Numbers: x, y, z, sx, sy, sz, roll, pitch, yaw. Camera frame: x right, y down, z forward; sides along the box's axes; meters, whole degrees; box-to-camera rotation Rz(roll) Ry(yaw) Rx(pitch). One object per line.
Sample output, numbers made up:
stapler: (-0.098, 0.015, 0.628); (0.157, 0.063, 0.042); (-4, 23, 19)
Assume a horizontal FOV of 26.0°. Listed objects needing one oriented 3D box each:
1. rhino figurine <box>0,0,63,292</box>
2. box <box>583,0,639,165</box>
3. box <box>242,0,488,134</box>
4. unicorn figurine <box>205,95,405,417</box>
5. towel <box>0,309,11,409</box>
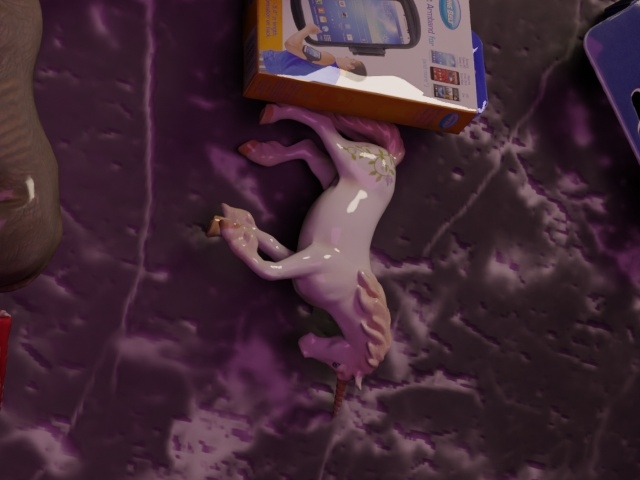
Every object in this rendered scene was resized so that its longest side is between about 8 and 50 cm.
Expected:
rhino figurine: (-0.180, -0.085, 0.638); (0.106, 0.073, 0.243); (-7, 92, -16)
box: (0.257, -0.109, 0.807); (0.225, 0.036, 0.136); (-31, 100, -17)
box: (0.028, -0.103, 0.717); (0.136, 0.028, 0.081); (7, 63, -18)
unicorn figurine: (0.000, 0.000, 0.709); (0.111, 0.060, 0.161); (26, 86, -14)
towel: (-0.275, 0.108, 0.575); (0.275, 0.031, 0.198); (1, 129, -21)
